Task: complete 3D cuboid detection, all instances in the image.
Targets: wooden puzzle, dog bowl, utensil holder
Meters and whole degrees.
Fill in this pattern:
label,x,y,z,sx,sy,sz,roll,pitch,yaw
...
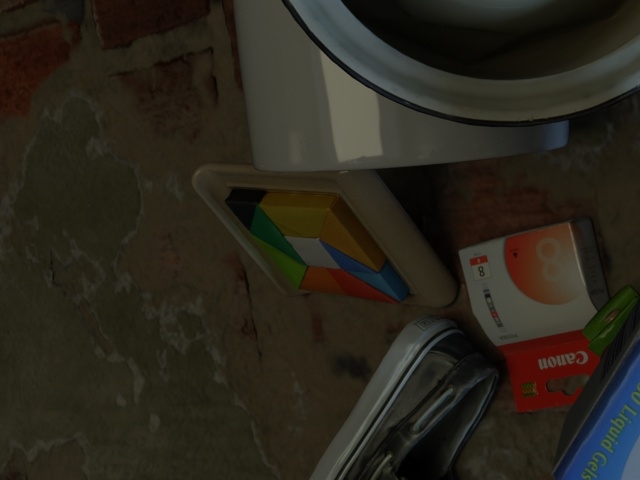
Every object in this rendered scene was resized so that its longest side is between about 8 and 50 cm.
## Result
label,x,y,z,sx,sy,sz,roll,pitch,yaw
wooden puzzle,0.000,0.000,1.603,0.239,0.044,0.221,0,141,41
dog bowl,0.136,-0.296,1.175,0.150,0.408,0.407,-119,29,-81
utensil holder,0.070,-0.268,1.405,0.328,0.328,0.385,0,98,43

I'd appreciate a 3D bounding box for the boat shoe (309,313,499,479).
label,x,y,z,sx,sy,sz,roll,pitch,yaw
boat shoe,0.080,0.243,1.599,0.119,0.121,0.335,41,119,37

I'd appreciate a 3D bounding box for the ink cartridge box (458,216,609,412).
label,x,y,z,sx,sy,sz,roll,pitch,yaw
ink cartridge box,0.220,0.078,1.503,0.145,0.045,0.179,-16,82,43

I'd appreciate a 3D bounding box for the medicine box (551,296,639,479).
label,x,y,z,sx,sy,sz,roll,pitch,yaw
medicine box,0.358,0.116,1.081,0.289,0.149,0.263,29,112,6

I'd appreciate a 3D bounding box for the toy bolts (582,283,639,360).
label,x,y,z,sx,sy,sz,roll,pitch,yaw
toy bolts,0.348,0.090,1.300,0.158,0.228,0.218,43,103,0
